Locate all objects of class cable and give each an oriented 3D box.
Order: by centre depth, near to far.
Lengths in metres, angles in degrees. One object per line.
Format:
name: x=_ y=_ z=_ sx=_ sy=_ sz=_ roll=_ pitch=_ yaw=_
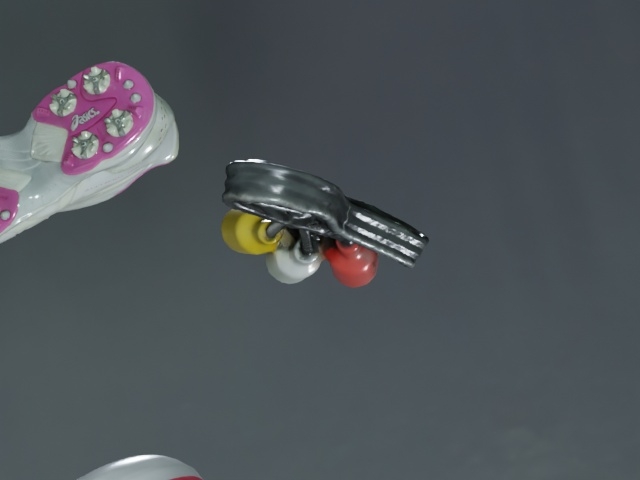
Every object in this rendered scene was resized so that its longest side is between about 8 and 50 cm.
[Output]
cable: x=0.000 y=0.000 z=1.231 sx=0.287 sy=0.140 sz=0.072 roll=-6 pitch=113 yaw=-89

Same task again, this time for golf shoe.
golf shoe: x=-0.267 y=-0.052 z=1.815 sx=0.140 sy=0.306 sz=0.115 roll=34 pitch=34 yaw=-65

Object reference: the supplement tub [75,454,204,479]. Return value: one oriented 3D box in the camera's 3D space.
supplement tub: x=-0.052 y=0.259 z=0.989 sx=0.272 sy=0.191 sz=0.191 roll=40 pitch=-15 yaw=22
